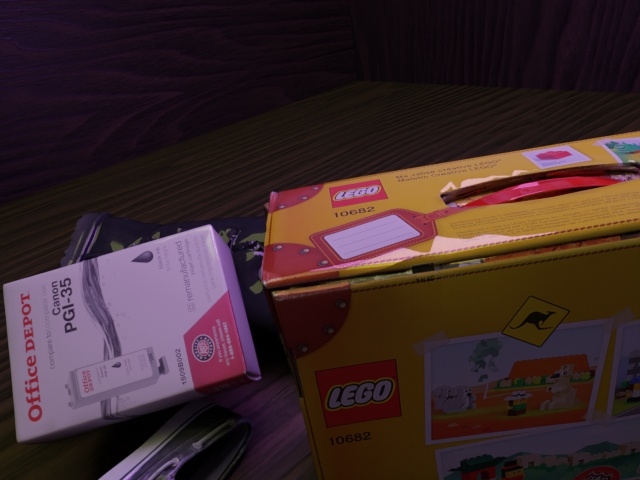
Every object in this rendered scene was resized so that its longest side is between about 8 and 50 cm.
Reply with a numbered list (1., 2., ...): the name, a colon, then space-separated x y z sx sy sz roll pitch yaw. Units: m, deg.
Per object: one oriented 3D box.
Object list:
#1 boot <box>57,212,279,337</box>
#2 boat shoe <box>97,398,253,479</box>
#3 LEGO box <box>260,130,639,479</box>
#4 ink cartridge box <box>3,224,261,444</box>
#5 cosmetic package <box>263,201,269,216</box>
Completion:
1. boot: -0.207 0.128 0.761 0.444 0.146 0.367 4 70 4
2. boat shoe: -0.190 0.313 0.547 0.102 0.108 0.301 6 25 29
3. LEGO box: 0.223 0.109 0.494 0.499 0.373 0.193 -9 28 1
4. ink cartridge box: -0.245 0.125 0.624 0.282 0.117 0.207 -17 73 -3
5. cosmetic package: 0.000 0.000 1.013 0.153 0.129 0.296 -21 31 -19
